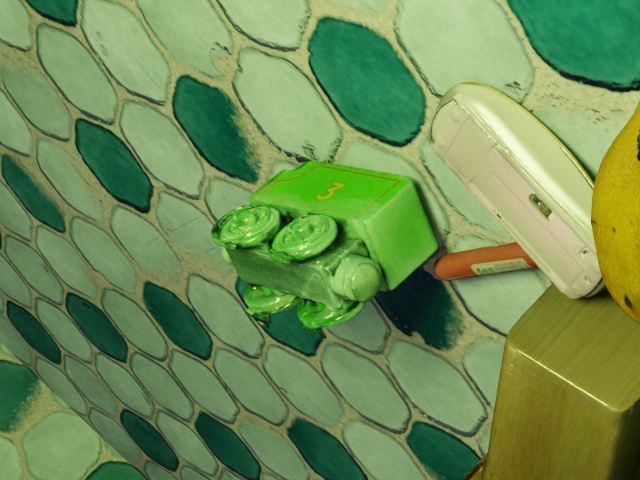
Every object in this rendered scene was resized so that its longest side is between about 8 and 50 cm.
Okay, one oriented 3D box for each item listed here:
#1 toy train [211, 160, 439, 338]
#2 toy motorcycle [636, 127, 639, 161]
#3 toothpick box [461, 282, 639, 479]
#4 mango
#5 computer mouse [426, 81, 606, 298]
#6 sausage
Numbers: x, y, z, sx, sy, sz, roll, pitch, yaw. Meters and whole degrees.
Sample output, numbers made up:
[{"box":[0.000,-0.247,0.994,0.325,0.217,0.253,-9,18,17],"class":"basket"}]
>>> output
[{"box":[0.000,0.000,1.629,0.243,0.188,0.132,12,134,47],"class":"toy train"},{"box":[0.374,-0.026,1.096,0.270,0.159,0.106,49,169,4],"class":"toy motorcycle"},{"box":[0.276,0.186,1.513,0.190,0.187,0.308,33,147,27],"class":"toothpick box"},{"box":[0.293,-0.029,1.232,0.157,0.108,0.262,-103,2,-51],"class":"mango"},{"box":[0.204,-0.052,1.402,0.245,0.056,0.126,49,152,15],"class":"computer mouse"},{"box":[0.196,0.020,1.547,0.034,0.034,0.253,53,153,-13],"class":"sausage"}]
